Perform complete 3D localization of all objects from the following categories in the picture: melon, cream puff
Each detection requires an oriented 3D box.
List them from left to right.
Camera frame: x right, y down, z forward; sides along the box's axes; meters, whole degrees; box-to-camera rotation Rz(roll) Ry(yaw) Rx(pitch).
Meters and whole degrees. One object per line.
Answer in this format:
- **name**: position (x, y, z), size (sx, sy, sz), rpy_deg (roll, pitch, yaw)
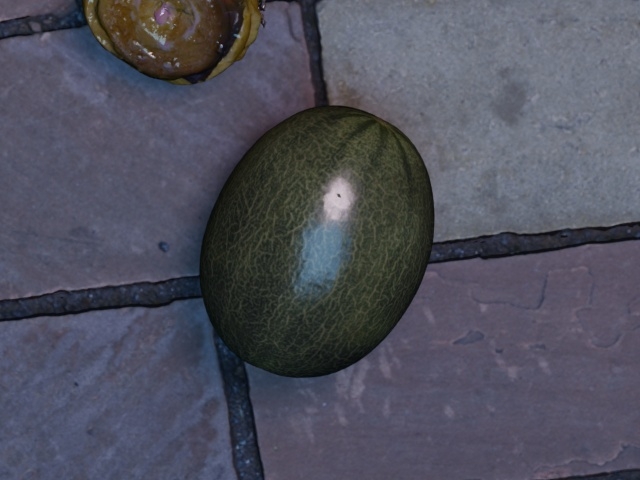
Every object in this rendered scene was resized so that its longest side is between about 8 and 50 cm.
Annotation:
- **cream puff**: position (-0.146, -0.255, 1.907), size (0.189, 0.129, 0.189), rpy_deg (6, 127, 8)
- **melon**: position (0.000, 0.000, 1.970), size (0.237, 0.237, 0.301), rpy_deg (21, 112, -10)
